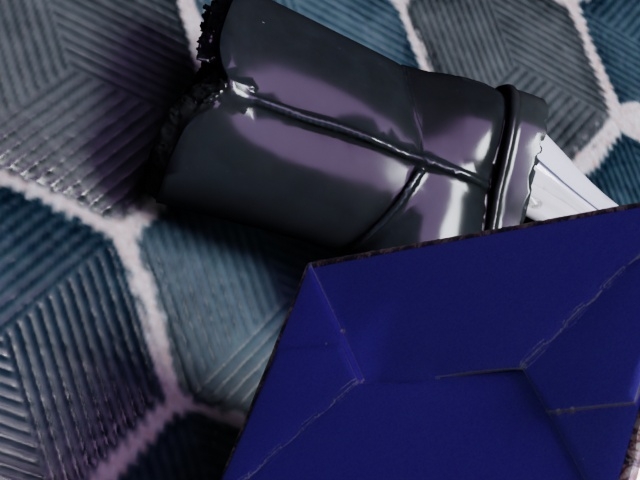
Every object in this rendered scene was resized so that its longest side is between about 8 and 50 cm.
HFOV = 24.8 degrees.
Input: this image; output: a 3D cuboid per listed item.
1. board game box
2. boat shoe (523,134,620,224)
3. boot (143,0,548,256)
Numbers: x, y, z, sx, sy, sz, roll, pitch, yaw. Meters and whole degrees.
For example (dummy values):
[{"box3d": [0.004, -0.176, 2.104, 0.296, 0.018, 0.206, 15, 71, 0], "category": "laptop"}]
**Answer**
[{"box3d": [0.141, 0.128, 0.650, 0.291, 0.232, 0.141, 38, 60, -29], "category": "board game box"}, {"box3d": [0.156, 0.019, 0.916, 0.258, 0.095, 0.084, 38, 54, -2], "category": "boat shoe"}, {"box3d": [0.000, 0.000, 0.803, 0.207, 0.094, 0.246, 16, 81, -10], "category": "boot"}]
